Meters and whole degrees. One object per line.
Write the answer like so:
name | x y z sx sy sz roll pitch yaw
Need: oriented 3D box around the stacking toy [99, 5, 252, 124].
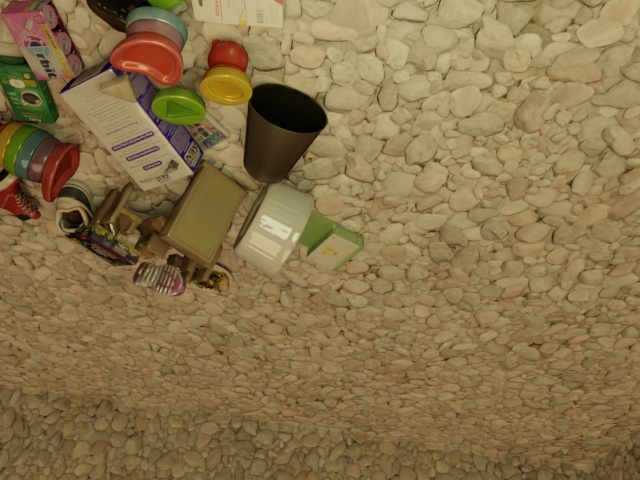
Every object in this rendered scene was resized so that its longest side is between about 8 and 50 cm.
stacking toy | -0.339 -0.407 1.325 0.308 0.131 0.279 18 154 -40

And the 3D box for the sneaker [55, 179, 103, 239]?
sneaker | -0.783 -0.044 1.878 0.126 0.128 0.321 0 142 8

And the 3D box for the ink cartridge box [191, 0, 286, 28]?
ink cartridge box | -0.175 -0.531 1.226 0.198 0.067 0.115 5 140 1

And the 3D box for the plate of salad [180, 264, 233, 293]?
plate of salad | -0.423 0.145 2.105 0.199 0.048 0.200 5 141 4

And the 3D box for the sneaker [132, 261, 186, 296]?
sneaker | -0.494 0.133 1.824 0.236 0.095 0.104 10 160 41

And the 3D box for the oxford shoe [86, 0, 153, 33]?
oxford shoe | -0.425 -0.505 1.309 0.227 0.083 0.096 31 162 -31

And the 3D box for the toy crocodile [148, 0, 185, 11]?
toy crocodile | -0.414 -0.609 1.158 0.115 0.105 0.340 -22 137 31

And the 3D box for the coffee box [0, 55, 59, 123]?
coffee box | -0.779 -0.397 1.512 0.113 0.041 0.184 6 140 3

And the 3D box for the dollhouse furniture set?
dollhouse furniture set | -0.442 -0.068 1.773 0.362 0.257 0.394 38 153 -31

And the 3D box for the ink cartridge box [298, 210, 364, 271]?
ink cartridge box | 0.000 0.000 1.853 0.235 0.056 0.171 25 139 -22

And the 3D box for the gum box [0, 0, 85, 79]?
gum box | -0.665 -0.478 1.377 0.107 0.062 0.188 0 140 10

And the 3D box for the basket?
basket | -0.116 -0.265 1.479 0.204 0.154 0.227 19 143 -11

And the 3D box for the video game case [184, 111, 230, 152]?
video game case | -0.352 -0.310 1.563 0.143 0.019 0.157 -24 130 32

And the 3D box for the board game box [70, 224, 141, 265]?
board game box | -0.667 0.019 1.774 0.141 0.048 0.170 -3 146 44

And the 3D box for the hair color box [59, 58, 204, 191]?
hair color box | -0.487 -0.304 1.503 0.185 0.110 0.339 -14 128 25

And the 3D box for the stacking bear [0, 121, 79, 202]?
stacking bear | -0.860 -0.261 1.611 0.288 0.176 0.164 24 141 -8

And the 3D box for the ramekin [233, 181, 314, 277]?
ramekin | -0.143 -0.042 1.660 0.135 0.277 0.277 28 137 -12

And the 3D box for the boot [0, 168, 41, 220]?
boot | -0.956 -0.144 1.820 0.176 0.089 0.244 36 141 -31
